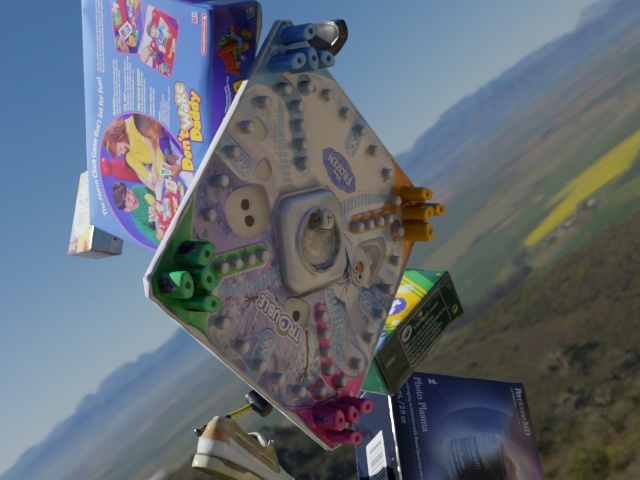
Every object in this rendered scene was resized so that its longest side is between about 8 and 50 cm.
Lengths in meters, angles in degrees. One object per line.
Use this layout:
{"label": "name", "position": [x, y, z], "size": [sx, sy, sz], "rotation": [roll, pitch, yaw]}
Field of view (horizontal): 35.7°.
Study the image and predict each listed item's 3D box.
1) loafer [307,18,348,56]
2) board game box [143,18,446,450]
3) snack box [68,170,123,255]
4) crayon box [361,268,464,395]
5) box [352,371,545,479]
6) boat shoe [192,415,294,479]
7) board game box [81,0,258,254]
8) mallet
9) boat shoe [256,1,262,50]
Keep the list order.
{"label": "loafer", "position": [-0.022, -0.326, 1.655], "size": [0.061, 0.062, 0.170], "rotation": [-9, -5, -40]}
{"label": "board game box", "position": [0.000, 0.000, 1.202], "size": [0.050, 0.390, 0.390], "rotation": [0, 55, 38]}
{"label": "snack box", "position": [-0.437, -0.056, 1.971], "size": [0.070, 0.175, 0.207], "rotation": [11, -8, -26]}
{"label": "crayon box", "position": [0.028, 0.127, 1.525], "size": [0.323, 0.083, 0.203], "rotation": [0, 33, 43]}
{"label": "box", "position": [0.234, 0.408, 1.800], "size": [0.294, 0.296, 0.183], "rotation": [9, -38, -20]}
{"label": "boat shoe", "position": [-0.126, 0.417, 1.881], "size": [0.302, 0.113, 0.103], "rotation": [46, -127, -55]}
{"label": "board game box", "position": [-0.198, -0.152, 1.271], "size": [0.078, 0.233, 0.347], "rotation": [-26, -51, -46]}
{"label": "mallet", "position": [-0.196, 0.374, 2.150], "size": [0.189, 0.062, 0.039], "rotation": [-14, -50, -32]}
{"label": "boat shoe", "position": [-0.115, -0.255, 1.341], "size": [0.056, 0.049, 0.152], "rotation": [167, 115, -69]}
